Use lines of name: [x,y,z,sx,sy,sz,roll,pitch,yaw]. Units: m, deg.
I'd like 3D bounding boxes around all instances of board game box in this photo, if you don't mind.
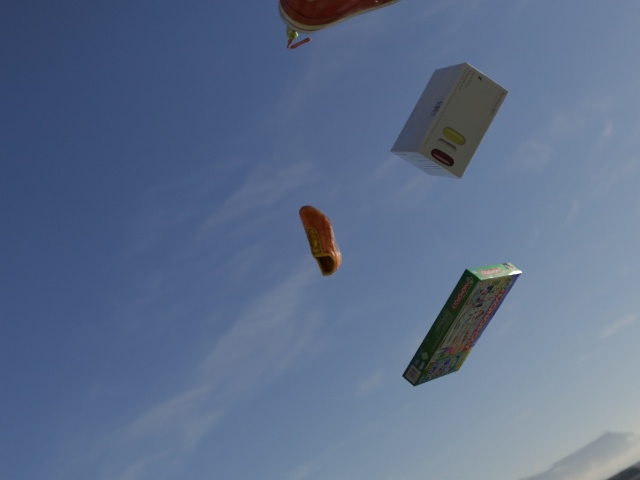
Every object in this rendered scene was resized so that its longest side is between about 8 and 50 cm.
board game box: [0.338,0.198,1.847,0.214,0.046,0.317,-4,-52,-49]

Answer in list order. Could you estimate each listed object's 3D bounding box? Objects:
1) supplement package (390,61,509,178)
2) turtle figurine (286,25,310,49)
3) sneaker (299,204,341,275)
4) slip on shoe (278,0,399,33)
supplement package: [0.337,-0.312,2.043,0.261,0.145,0.204,-62,16,-1]
turtle figurine: [-0.023,-0.591,1.784,0.269,0.087,0.217,-55,-10,-9]
sneaker: [0.000,0.000,1.745,0.064,0.175,0.067,-16,22,28]
slip on shoe: [0.077,-0.436,1.227,0.331,0.123,0.101,-33,-13,-26]
